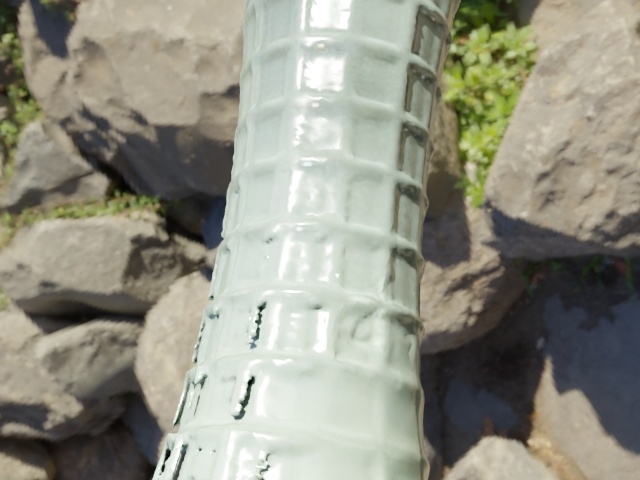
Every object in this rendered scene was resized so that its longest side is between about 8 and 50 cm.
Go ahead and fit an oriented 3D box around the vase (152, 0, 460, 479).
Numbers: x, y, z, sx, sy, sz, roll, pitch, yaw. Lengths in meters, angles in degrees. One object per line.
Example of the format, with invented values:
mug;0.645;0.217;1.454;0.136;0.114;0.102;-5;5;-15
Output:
vase;0.000;0.000;0.502;0.143;0.143;0.298;-24;55;56
